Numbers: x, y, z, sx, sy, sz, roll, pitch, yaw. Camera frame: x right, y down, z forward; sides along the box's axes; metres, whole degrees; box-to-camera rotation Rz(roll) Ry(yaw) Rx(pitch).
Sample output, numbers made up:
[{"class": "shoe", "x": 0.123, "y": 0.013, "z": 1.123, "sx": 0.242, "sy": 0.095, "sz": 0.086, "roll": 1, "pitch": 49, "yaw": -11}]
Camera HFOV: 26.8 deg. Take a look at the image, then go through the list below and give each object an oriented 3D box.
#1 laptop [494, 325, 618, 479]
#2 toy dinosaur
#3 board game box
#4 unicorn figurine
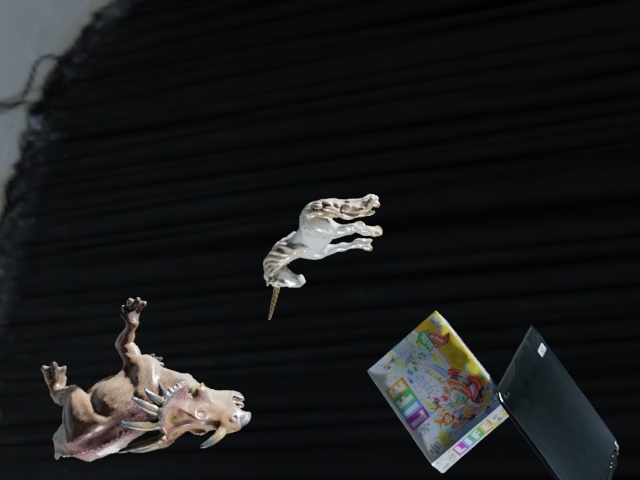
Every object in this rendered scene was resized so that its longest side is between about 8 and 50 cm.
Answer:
[{"class": "laptop", "x": 0.221, "y": 0.258, "z": 1.364, "sx": 0.234, "sy": 0.137, "sz": 0.264, "roll": -35, "pitch": 143, "yaw": -68}, {"class": "toy dinosaur", "x": -0.246, "y": 0.214, "z": 1.643, "sx": 0.127, "sy": 0.296, "sz": 0.200, "roll": 41, "pitch": 23, "yaw": -39}, {"class": "board game box", "x": 0.128, "y": 0.160, "z": 1.441, "sx": 0.026, "sy": 0.103, "sz": 0.154, "roll": 42, "pitch": 7, "yaw": -44}, {"class": "unicorn figurine", "x": 0.000, "y": 0.000, "z": 1.349, "sx": 0.162, "sy": 0.111, "sz": 0.060, "roll": 98, "pitch": -22, "yaw": -49}]
